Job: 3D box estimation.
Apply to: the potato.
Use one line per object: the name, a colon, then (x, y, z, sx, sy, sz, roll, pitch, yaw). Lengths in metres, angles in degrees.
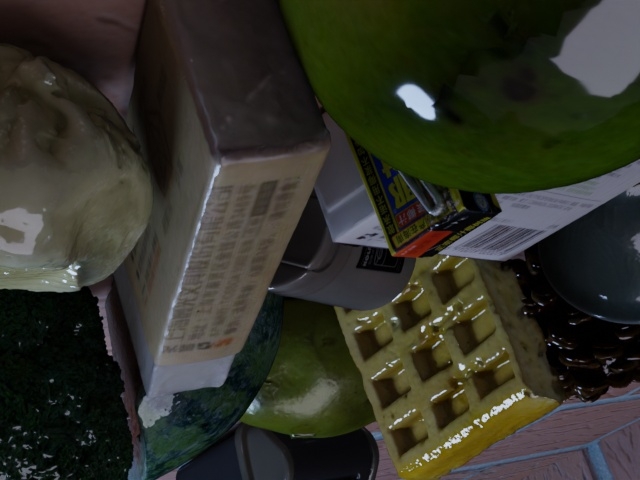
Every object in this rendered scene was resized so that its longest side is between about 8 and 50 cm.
potato: (0.003, 0.141, 1.389, 0.253, 0.149, 0.186, -9, 159, -29)

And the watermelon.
watermelon: (-0.124, 0.088, 1.147, 0.176, 0.256, 0.260, 30, 157, -4)

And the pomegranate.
pomegranate: (0.151, -0.135, 0.680, 0.358, 0.216, 0.309, 10, 151, -37)

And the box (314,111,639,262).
box: (0.140, -0.076, 1.016, 0.194, 0.111, 0.260, -34, 153, 32)

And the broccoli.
broccoli: (-0.299, 0.145, 1.043, 0.297, 0.298, 0.297, 19, 159, 6)

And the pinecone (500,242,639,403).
pinecone: (0.298, 0.071, 1.410, 0.221, 0.221, 0.221, -17, 160, -7)

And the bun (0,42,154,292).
bun: (-0.211, -0.044, 0.750, 0.229, 0.145, 0.229, 7, 177, 0)

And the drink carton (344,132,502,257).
drink carton: (0.058, -0.076, 0.858, 0.056, 0.166, 0.071, 2, 150, -45)

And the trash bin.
trash bin: (-0.067, 0.353, 1.829, 0.209, 0.182, 0.290, -2, 159, -41)

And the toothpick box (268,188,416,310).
toothpick box: (0.000, 0.000, 1.082, 0.111, 0.111, 0.180, -28, 159, 21)

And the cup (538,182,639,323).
cup: (0.301, -0.041, 1.197, 0.199, 0.199, 0.150, -21, 141, 4)

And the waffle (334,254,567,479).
waffle: (0.111, 0.090, 1.213, 0.055, 0.248, 0.221, -4, 153, -38)

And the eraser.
eraser: (-0.085, -0.022, 0.860, 0.078, 0.144, 0.343, -9, 153, -21)
